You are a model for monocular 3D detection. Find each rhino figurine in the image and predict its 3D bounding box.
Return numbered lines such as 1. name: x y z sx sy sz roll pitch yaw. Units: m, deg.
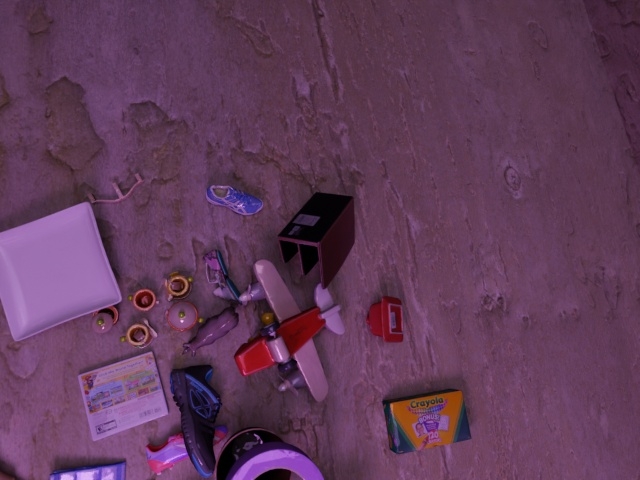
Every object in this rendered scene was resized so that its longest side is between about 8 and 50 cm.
1. rhino figurine: -0.359 0.296 1.439 0.243 0.106 0.073 -37 102 5

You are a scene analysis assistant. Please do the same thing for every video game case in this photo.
1. video game case: -0.617 0.484 1.398 0.227 0.026 0.206 -16 80 -15

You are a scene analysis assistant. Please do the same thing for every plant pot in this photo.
1. plant pot: -0.210 0.652 1.333 0.216 0.230 0.215 3 79 -14

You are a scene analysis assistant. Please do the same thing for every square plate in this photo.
1. square plate: -0.838 0.094 1.405 0.348 0.049 0.343 -21 85 -4

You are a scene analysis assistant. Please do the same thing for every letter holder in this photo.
1. letter holder: 0.000 0.000 1.551 0.152 0.214 0.301 9 38 23

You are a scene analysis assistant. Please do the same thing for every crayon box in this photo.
1. crayon box: 0.368 0.624 1.548 0.279 0.081 0.165 -5 77 -13

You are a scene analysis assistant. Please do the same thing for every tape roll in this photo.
1. tape roll: -0.123 0.690 1.181 0.275 0.090 0.274 3 78 -15

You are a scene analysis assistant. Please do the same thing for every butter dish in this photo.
1. butter dish: 0.219 0.284 1.591 0.160 0.118 0.160 19 67 -54

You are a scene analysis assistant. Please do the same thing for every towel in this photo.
1. towel: -0.677 0.802 1.277 0.210 0.034 0.284 5 75 -26

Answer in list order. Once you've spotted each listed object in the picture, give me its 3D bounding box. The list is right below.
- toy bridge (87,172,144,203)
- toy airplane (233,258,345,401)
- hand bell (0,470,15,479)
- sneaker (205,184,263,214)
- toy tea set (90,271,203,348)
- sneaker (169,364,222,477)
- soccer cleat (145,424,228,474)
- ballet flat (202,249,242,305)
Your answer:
1. toy bridge: -0.701 -0.170 1.545 0.188 0.026 0.063 -28 86 -17
2. toy airplane: -0.109 0.296 1.458 0.385 0.273 0.385 32 49 -35
3. hand bell: -0.841 0.718 1.262 0.242 0.126 0.126 24 72 -18
4. sneaker: -0.308 -0.147 1.596 0.212 0.081 0.080 12 72 -11
5. toy tea set: -0.550 0.234 1.423 0.336 0.124 0.199 -23 82 -17
6. sneaker: -0.357 0.528 1.348 0.140 0.125 0.340 -10 54 -25
7. soccer cleat: -0.412 0.626 1.377 0.248 0.083 0.095 -23 89 -13
8. ballet flat: -0.342 0.138 1.528 0.079 0.077 0.221 -29 78 1
